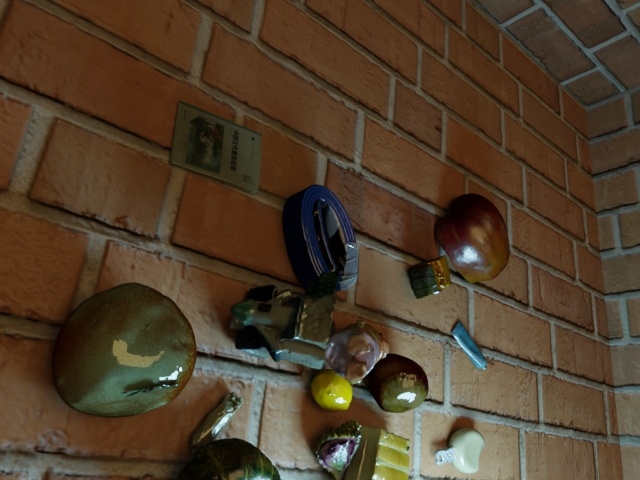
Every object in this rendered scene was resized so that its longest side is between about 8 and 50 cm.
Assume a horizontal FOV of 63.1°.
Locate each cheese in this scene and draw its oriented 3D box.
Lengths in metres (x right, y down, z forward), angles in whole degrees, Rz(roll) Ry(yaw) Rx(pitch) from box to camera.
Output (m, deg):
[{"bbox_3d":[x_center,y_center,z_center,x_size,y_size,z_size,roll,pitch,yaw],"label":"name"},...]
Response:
[{"bbox_3d":[0.509,0.759,1.916,0.249,0.071,0.163,29,60,-30],"label":"cheese"}]

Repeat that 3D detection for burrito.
[{"bbox_3d":[-0.271,0.469,1.349,0.058,0.045,0.188,49,53,-10],"label":"burrito"}]

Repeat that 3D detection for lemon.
[{"bbox_3d":[0.036,0.456,1.573,0.155,0.114,0.114,51,51,-21],"label":"lemon"}]

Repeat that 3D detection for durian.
[{"bbox_3d":[0.039,0.596,1.538,0.108,0.119,0.186,16,109,-10],"label":"durian"}]

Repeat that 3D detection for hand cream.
[{"bbox_3d":[0.609,0.437,2.124,0.083,0.048,0.224,-40,98,-41],"label":"hand cream"}]

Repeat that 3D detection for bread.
[{"bbox_3d":[0.183,0.707,1.600,0.246,0.111,0.239,41,56,-43],"label":"bread"}]

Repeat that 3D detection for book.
[{"bbox_3d":[-0.304,-0.276,1.557,0.283,0.025,0.214,15,67,-35],"label":"book"}]

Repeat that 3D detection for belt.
[{"bbox_3d":[0.000,0.000,1.677,0.213,0.117,0.346,-11,83,-41],"label":"belt"}]

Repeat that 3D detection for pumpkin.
[{"bbox_3d":[0.416,0.142,1.999,0.248,0.126,0.130,-5,72,-61],"label":"pumpkin"},{"bbox_3d":[-0.231,0.599,1.263,0.260,0.189,0.260,-8,104,-34],"label":"pumpkin"}]

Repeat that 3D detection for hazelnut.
[{"bbox_3d":[0.254,0.459,1.723,0.208,0.208,0.208,13,69,-38],"label":"hazelnut"}]

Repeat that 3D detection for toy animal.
[{"bbox_3d":[0.114,0.334,1.607,0.281,0.169,0.195,4,93,-67],"label":"toy animal"}]

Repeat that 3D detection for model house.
[{"bbox_3d":[-0.104,0.213,1.408,0.285,0.298,0.243,7,66,-1],"label":"model house"}]

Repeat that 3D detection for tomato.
[{"bbox_3d":[-0.420,0.247,1.156,0.304,0.239,0.303,16,63,-35],"label":"tomato"}]

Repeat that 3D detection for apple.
[{"bbox_3d":[0.657,-0.009,2.244,0.329,0.295,0.364,-29,97,-4],"label":"apple"}]

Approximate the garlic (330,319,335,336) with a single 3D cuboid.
[{"bbox_3d":[-0.009,0.252,1.634,0.152,0.066,0.084,47,25,-25],"label":"garlic"}]
